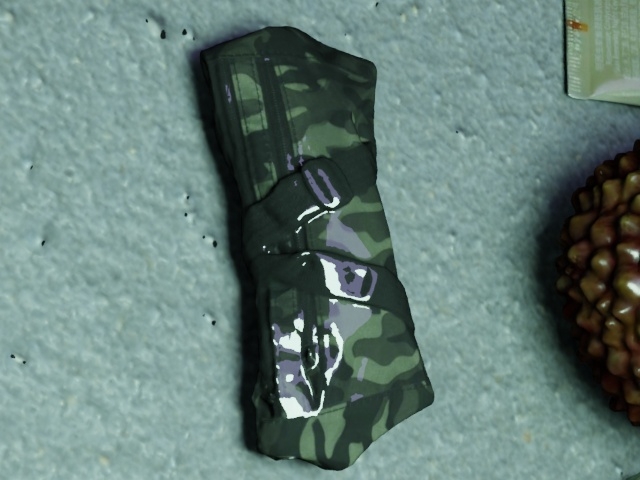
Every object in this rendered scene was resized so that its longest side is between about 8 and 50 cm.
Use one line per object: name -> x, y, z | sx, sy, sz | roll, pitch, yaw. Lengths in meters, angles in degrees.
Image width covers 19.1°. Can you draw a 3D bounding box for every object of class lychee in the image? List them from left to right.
lychee -> 0.348, 0.038, 1.509 | 0.330, 0.306, 0.306 | -9, 80, -33

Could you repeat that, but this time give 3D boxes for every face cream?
face cream -> 0.369, -0.156, 1.729 | 0.341, 0.084, 0.137 | 12, 66, -22

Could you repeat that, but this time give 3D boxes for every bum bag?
bum bag -> 0.000, 0.000, 1.407 | 0.144, 0.095, 0.340 | -4, 75, -20

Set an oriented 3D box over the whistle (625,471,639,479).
whistle -> 0.178, 0.283, 1.419 | 0.142, 0.133, 0.346 | 27, 40, 24
